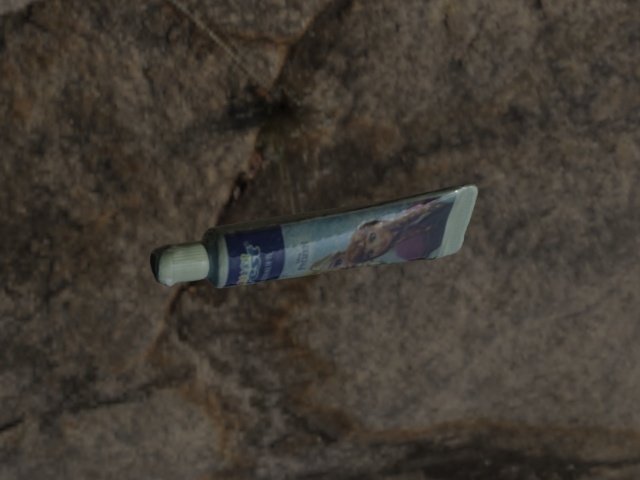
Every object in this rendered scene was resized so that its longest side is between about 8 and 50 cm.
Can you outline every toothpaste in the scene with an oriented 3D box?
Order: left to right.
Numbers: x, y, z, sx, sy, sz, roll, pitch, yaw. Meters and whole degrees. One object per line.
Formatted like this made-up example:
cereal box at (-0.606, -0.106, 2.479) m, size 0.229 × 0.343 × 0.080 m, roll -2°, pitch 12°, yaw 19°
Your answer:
toothpaste at (0.000, 0.000, 0.764) m, size 0.216 × 0.037 × 0.062 m, roll -8°, pitch 136°, yaw -24°
